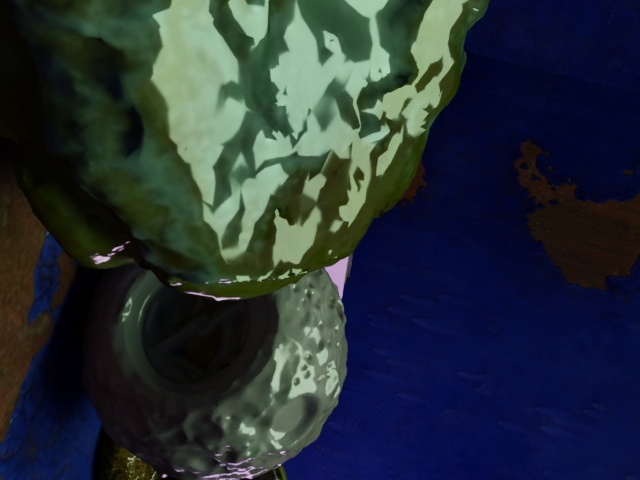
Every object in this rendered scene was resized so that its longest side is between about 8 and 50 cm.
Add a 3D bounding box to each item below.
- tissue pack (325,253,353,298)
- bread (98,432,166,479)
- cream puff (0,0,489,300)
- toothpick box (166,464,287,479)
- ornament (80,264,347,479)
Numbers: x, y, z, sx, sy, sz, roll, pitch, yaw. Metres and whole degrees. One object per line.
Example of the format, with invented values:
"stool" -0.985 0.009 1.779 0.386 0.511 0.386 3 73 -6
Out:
"tissue pack" 0.000 0.000 1.877 0.092 0.149 0.246 -66 167 -49
"bread" -0.206 0.227 1.019 0.193 0.064 0.193 14 90 -81
"cream puff" -0.074 -0.153 0.532 0.378 0.275 0.378 -30 133 -39
"toothpick box" -0.136 0.347 1.138 0.271 0.175 0.175 127 -17 -65
"ornament" -0.097 0.105 0.815 0.225 0.259 0.259 70 36 -71
